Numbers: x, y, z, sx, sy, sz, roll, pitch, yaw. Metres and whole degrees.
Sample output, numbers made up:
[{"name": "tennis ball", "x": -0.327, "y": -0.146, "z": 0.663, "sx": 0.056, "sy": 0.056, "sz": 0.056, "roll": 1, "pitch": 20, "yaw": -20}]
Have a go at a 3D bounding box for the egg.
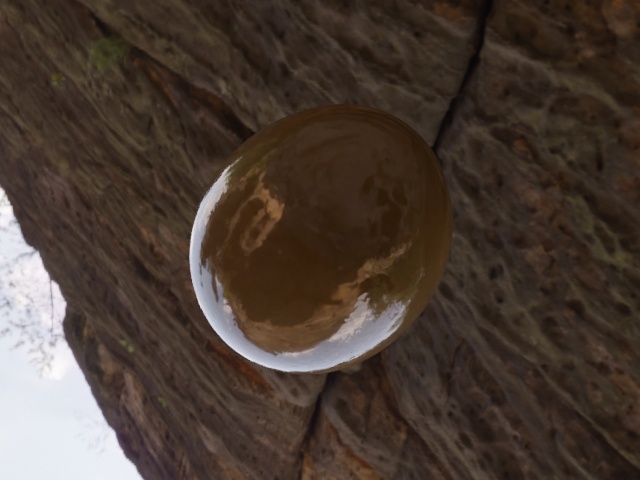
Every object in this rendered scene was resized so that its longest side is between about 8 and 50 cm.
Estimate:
[{"name": "egg", "x": 0.000, "y": 0.000, "z": 0.812, "sx": 0.301, "sy": 0.374, "sz": 0.301, "roll": 21, "pitch": -135, "yaw": -23}]
